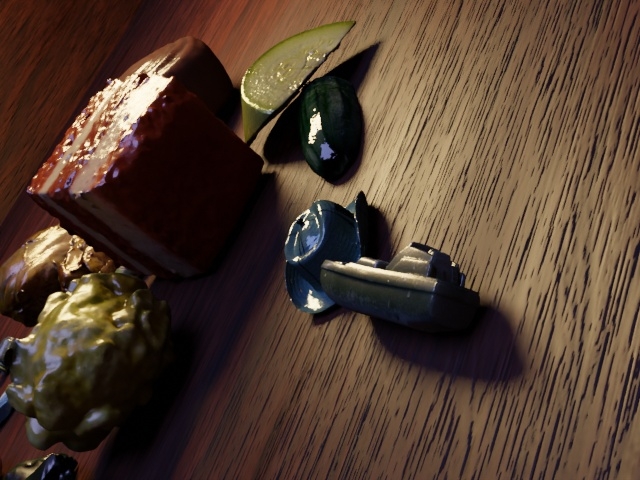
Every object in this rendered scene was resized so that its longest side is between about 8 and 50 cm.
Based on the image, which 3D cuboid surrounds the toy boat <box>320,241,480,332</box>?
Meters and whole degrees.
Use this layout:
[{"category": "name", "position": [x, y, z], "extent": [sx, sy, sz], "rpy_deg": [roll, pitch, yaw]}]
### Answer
[{"category": "toy boat", "position": [0.072, 0.042, 1.014], "extent": [0.260, 0.078, 0.085], "rpy_deg": [8, 81, 63]}]

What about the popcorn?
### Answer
[{"category": "popcorn", "position": [-0.340, 0.178, 1.419], "extent": [0.252, 0.215, 0.286], "rpy_deg": [-40, 14, 28]}]

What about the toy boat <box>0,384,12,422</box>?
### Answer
[{"category": "toy boat", "position": [-0.685, 0.350, 2.038], "extent": [0.149, 0.034, 0.105], "rpy_deg": [-9, 47, 57]}]

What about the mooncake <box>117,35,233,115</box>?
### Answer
[{"category": "mooncake", "position": [-0.353, -0.312, 2.096], "extent": [0.334, 0.174, 0.326], "rpy_deg": [-24, 23, 21]}]

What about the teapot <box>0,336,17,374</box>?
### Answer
[{"category": "teapot", "position": [-0.734, 0.268, 2.225], "extent": [0.063, 0.049, 0.083], "rpy_deg": [-15, 44, 55]}]

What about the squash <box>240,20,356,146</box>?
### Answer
[{"category": "squash", "position": [-0.048, -0.253, 1.655], "extent": [0.204, 0.155, 0.237], "rpy_deg": [17, 55, 42]}]

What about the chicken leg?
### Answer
[{"category": "chicken leg", "position": [-0.489, 0.028, 2.024], "extent": [0.295, 0.182, 0.409], "rpy_deg": [3, 43, 52]}]

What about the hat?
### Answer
[{"category": "hat", "position": [0.000, 0.000, 1.206], "extent": [0.138, 0.078, 0.191], "rpy_deg": [-40, 26, 32]}]

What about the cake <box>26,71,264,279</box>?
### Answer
[{"category": "cake", "position": [-0.288, -0.104, 1.639], "extent": [0.319, 0.269, 0.270], "rpy_deg": [4, 59, 54]}]

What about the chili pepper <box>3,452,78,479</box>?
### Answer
[{"category": "chili pepper", "position": [-0.406, 0.380, 1.371], "extent": [0.148, 0.116, 0.264], "rpy_deg": [-39, 24, -14]}]

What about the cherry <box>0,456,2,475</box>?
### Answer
[{"category": "cherry", "position": [-0.648, 0.421, 1.818], "extent": [0.107, 0.090, 0.225], "rpy_deg": [-64, 14, 5]}]

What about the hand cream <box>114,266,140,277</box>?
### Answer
[{"category": "hand cream", "position": [-0.375, 0.063, 1.853], "extent": [0.235, 0.055, 0.086], "rpy_deg": [-53, 21, 10]}]

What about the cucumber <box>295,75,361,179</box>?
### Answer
[{"category": "cucumber", "position": [0.007, -0.174, 1.463], "extent": [0.115, 0.063, 0.244], "rpy_deg": [-46, 26, 17]}]
